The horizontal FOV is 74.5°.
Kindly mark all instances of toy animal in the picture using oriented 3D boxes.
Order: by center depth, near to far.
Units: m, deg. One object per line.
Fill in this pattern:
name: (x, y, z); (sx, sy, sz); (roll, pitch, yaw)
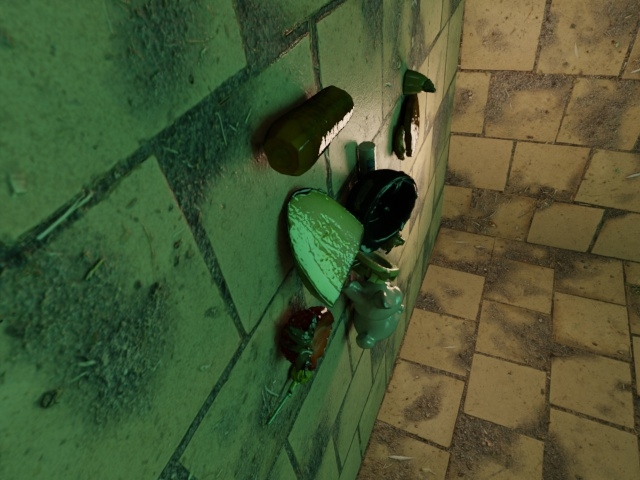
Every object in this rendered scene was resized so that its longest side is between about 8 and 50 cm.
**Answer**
toy animal: (0.193, 0.253, 1.571); (0.368, 0.196, 0.241); (74, 36, -54)

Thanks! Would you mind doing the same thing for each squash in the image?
squash: (0.000, 0.000, 1.002); (0.155, 0.203, 0.237); (111, 3, -64)
squash: (0.413, -0.640, 1.718); (0.105, 0.132, 0.105); (14, 90, -68)

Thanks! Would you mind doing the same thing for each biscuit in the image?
biscuit: (0.408, -0.509, 1.851); (0.257, 0.049, 0.273); (71, 28, -51)

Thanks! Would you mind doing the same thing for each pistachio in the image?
pistachio: (0.328, -0.397, 1.751); (0.173, 0.049, 0.090); (70, 13, -51)

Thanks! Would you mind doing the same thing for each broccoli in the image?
broccoli: (0.304, -0.013, 1.806); (0.131, 0.120, 0.130); (-106, -142, -62)

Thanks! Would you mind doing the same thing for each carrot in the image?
carrot: (-0.021, -0.236, 0.881); (0.302, 0.114, 0.114); (-58, 151, -49)

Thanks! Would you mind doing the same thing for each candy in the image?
candy: (-0.089, 0.420, 1.157); (0.062, 0.058, 0.194); (47, 56, -15)

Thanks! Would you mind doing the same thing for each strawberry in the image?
strawberry: (-0.030, 0.233, 1.128); (0.228, 0.097, 0.175); (-43, 141, -61)

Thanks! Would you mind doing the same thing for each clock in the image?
clock: (0.175, 0.090, 1.488); (0.232, 0.170, 0.069); (-5, 127, -62)

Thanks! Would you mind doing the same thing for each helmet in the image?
helmet: (0.172, -0.113, 1.350); (0.279, 0.160, 0.230); (-53, 143, 11)

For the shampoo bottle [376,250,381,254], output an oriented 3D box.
shampoo bottle: (0.219, 0.114, 1.737); (0.259, 0.061, 0.104); (79, 32, -46)

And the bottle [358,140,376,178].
bottle: (0.158, -0.226, 1.407); (0.217, 0.060, 0.060); (82, 29, -45)
